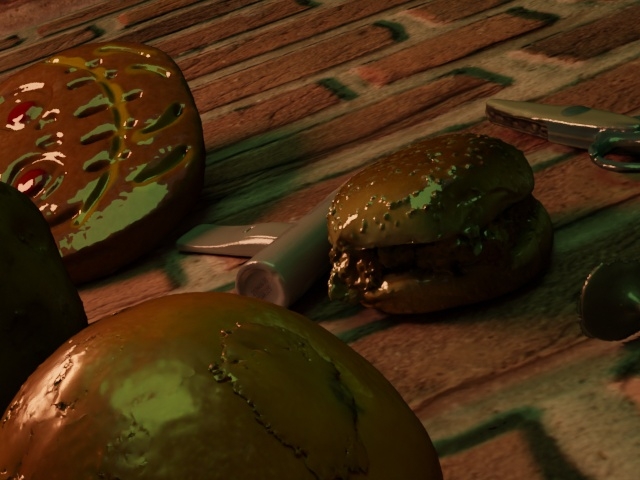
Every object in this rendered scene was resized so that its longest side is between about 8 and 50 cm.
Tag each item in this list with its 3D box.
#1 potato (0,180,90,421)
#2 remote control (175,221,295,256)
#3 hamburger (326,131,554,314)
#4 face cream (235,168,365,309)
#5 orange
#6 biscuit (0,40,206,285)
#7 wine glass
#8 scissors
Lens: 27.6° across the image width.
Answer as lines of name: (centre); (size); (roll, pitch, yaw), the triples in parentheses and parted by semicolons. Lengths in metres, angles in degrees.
potato: (-0.275, 0.129, 0.814); (0.195, 0.369, 0.176); (21, 22, -19)
remote control: (-0.077, -0.004, 1.347); (0.184, 0.027, 0.050); (3, 30, 42)
hamburger: (0.103, -0.027, 1.147); (0.189, 0.122, 0.215); (-7, 22, 28)
face cream: (0.000, 0.000, 1.232); (0.198, 0.057, 0.084); (-40, -3, -43)
orange: (-0.057, 0.145, 0.689); (0.246, 0.246, 0.246); (-15, 22, 6)
biscuit: (-0.304, -0.096, 1.513); (0.350, 0.070, 0.394); (-26, 43, -6)
wine glass: (0.272, 0.078, 0.851); (0.074, 0.074, 0.262); (-24, 24, -16)
scissors: (0.271, -0.116, 1.338); (0.138, 0.041, 0.289); (-28, 28, -28)
